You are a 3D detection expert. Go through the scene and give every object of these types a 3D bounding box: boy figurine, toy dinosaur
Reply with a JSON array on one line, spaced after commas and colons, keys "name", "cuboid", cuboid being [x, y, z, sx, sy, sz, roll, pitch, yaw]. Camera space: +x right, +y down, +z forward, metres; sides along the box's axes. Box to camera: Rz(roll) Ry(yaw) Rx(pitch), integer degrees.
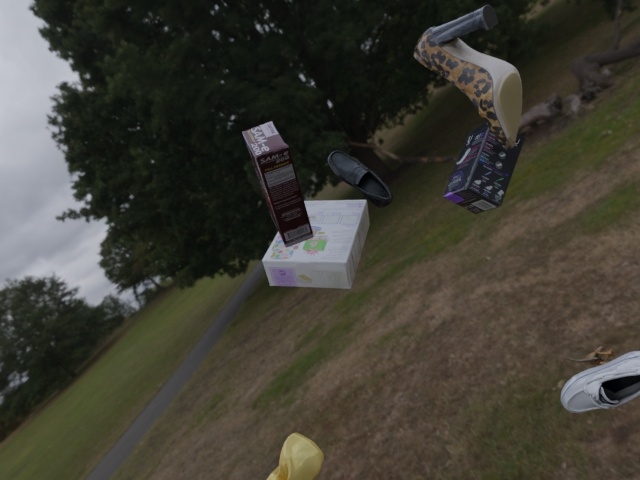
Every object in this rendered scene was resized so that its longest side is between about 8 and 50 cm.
[{"name": "boy figurine", "cuboid": [-0.107, 0.501, 0.924, 0.285, 0.092, 0.177, -52, -23, 15]}, {"name": "toy dinosaur", "cuboid": [0.923, 0.402, 1.581, 0.212, 0.064, 0.112, 0, -11, -37]}]

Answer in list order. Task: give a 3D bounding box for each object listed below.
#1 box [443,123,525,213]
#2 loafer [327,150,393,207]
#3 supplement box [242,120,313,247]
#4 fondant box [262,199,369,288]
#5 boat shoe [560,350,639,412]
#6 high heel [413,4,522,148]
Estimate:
[{"name": "box", "cuboid": [0.564, -0.250, 1.620, 0.270, 0.143, 0.165, -67, 10, -10]}, {"name": "loafer", "cuboid": [0.114, -0.180, 1.316, 0.076, 0.223, 0.078, -48, -6, -10]}, {"name": "supplement box", "cuboid": [-0.089, -0.117, 1.008, 0.073, 0.239, 0.130, -21, 40, -8]}, {"name": "fondant box", "cuboid": [0.000, 0.000, 1.377, 0.238, 0.096, 0.330, 0, 33, 17]}, {"name": "boat shoe", "cuboid": [0.687, 0.359, 1.133, 0.084, 0.095, 0.258, -42, -14, -51]}, {"name": "high heel", "cuboid": [0.283, -0.296, 0.912, 0.093, 0.261, 0.186, -30, 18, -28]}]
